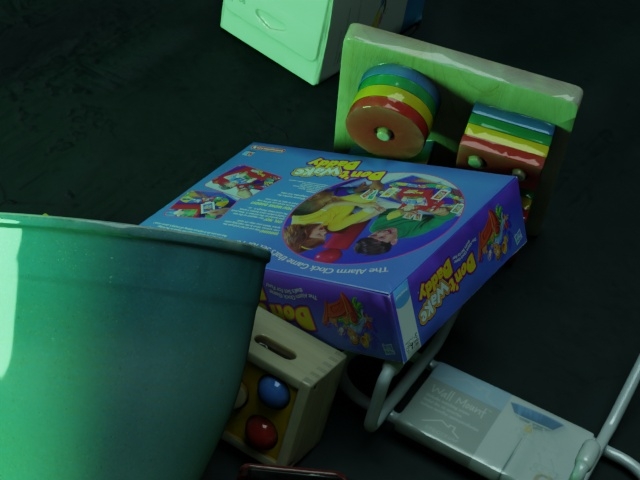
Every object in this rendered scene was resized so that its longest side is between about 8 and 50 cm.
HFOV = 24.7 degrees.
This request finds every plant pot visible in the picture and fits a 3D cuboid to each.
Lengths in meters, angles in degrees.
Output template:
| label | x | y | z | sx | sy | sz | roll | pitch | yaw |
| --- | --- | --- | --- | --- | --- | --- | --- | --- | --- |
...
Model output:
| label | x | y | z | sx | sy | sz | roll | pitch | yaw |
| --- | --- | --- | --- | --- | --- | --- | --- | --- | --- |
| plant pot | -0.192 | 0.119 | 1.254 | 0.272 | 0.271 | 0.255 | 7 | 85 | -4 |

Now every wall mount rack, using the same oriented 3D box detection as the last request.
| label | x | y | z | sx | sy | sz | roll | pitch | yaw |
| --- | --- | --- | --- | --- | --- | --- | --- | --- | --- |
| wall mount rack | 0.205 | 0.126 | 1.456 | 0.350 | 0.130 | 0.304 | 26 | 38 | 15 |

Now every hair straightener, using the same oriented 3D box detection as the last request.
| label | x | y | z | sx | sy | sz | roll | pitch | yaw |
| --- | --- | --- | --- | --- | --- | --- | --- | --- | --- |
| hair straightener | 0.035 | 0.260 | 1.345 | 0.230 | 0.047 | 0.089 | 9 | 42 | -8 |

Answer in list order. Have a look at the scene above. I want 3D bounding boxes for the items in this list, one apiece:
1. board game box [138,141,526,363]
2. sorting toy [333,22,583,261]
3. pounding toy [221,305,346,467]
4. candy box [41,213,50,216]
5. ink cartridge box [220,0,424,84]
| label | x | y | z | sx | sy | sz | roll | pitch | yaw |
| --- | --- | --- | --- | --- | --- | --- | --- | --- | --- |
| board game box | 0.000 | 0.000 | 1.494 | 0.347 | 0.078 | 0.233 | 11 | 36 | 37 |
| sorting toy | 0.132 | -0.091 | 1.600 | 0.255 | 0.257 | 0.089 | 17 | 59 | 8 |
| pounding toy | -0.072 | 0.147 | 1.390 | 0.141 | 0.130 | 0.100 | 28 | 32 | 19 |
| candy box | -0.328 | 0.049 | 1.509 | 0.105 | 0.027 | 0.206 | 37 | 48 | 22 |
| ink cartridge box | 0.012 | -0.348 | 1.909 | 0.171 | 0.168 | 0.233 | 33 | 47 | 22 |
